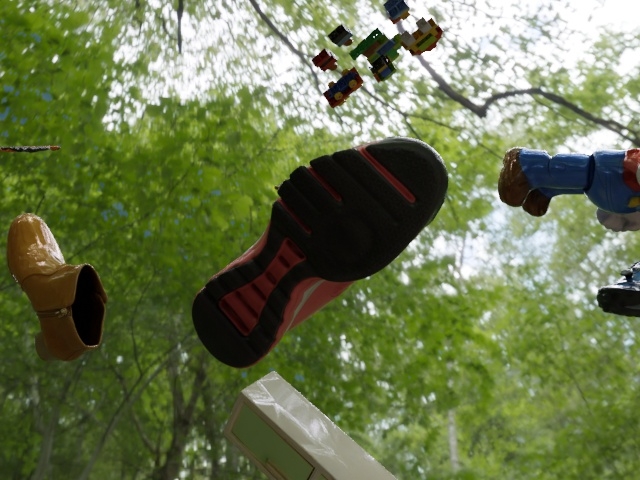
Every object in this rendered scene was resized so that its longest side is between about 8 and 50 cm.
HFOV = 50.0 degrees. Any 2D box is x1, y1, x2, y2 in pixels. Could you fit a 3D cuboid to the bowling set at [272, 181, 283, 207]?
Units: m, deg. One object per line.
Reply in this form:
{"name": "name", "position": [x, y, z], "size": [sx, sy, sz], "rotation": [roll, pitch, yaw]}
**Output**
{"name": "bowling set", "position": [0.035, -0.001, 1.388], "size": [0.287, 0.199, 0.154], "rotation": [4, -45, 3]}

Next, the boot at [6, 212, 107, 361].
{"name": "boot", "position": [-0.450, 0.063, 1.195], "size": [0.104, 0.294, 0.211], "rotation": [-5, -14, -44]}

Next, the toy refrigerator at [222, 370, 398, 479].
{"name": "toy refrigerator", "position": [-0.020, 0.335, 1.050], "size": [0.094, 0.270, 0.102], "rotation": [-23, -35, -52]}

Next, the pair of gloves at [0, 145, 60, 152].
{"name": "pair of gloves", "position": [-0.431, -0.131, 0.992], "size": [0.083, 0.074, 0.010], "rotation": [2, -82, 24]}

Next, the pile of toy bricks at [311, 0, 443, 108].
{"name": "pile of toy bricks", "position": [0.096, -0.310, 1.141], "size": [0.212, 0.118, 0.105], "rotation": [-36, -20, 22]}

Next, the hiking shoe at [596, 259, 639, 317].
{"name": "hiking shoe", "position": [0.524, 0.014, 1.008], "size": [0.304, 0.113, 0.132], "rotation": [-22, -84, -15]}

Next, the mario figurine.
{"name": "mario figurine", "position": [0.386, -0.050, 0.834], "size": [0.321, 0.198, 0.170], "rotation": [1, -61, 40]}

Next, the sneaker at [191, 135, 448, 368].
{"name": "sneaker", "position": [-0.001, 0.000, 0.680], "size": [0.314, 0.136, 0.116], "rotation": [-40, -93, 30]}
